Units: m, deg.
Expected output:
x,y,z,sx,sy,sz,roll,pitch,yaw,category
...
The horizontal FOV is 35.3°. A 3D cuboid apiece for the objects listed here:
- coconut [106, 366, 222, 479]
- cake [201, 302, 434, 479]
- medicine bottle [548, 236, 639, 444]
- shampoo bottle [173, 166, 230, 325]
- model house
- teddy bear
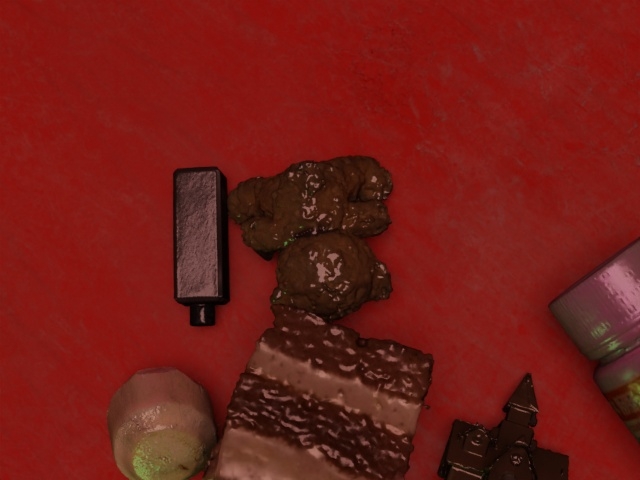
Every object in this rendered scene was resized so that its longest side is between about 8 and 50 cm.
x,y,z,sx,sy,sz,roll,pitch,yaw,category
-0.235,0.271,1.507,0.170,0.183,0.171,-5,118,-9,coconut
-0.012,0.283,1.408,0.281,0.256,0.290,21,60,6,cake
0.519,0.192,1.438,0.219,0.219,0.388,-35,82,-2,medicine bottle
-0.187,0.011,1.578,0.079,0.080,0.246,-3,81,5,shampoo bottle
0.281,0.303,1.480,0.180,0.176,0.248,16,67,6,model house
0.000,0.000,1.532,0.267,0.156,0.256,-13,83,0,teddy bear
